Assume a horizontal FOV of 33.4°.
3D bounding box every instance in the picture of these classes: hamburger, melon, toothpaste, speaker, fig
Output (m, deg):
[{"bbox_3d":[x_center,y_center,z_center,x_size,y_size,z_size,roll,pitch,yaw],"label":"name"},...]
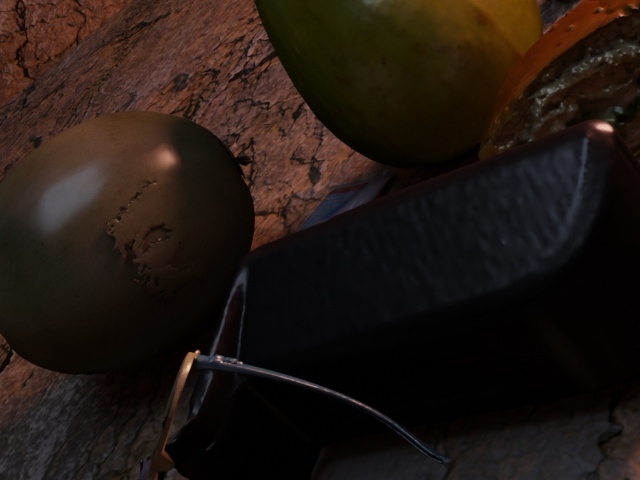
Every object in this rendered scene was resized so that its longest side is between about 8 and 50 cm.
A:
[{"bbox_3d":[0.259,-0.145,0.931,0.283,0.144,0.157,-31,29,21],"label":"hamburger"},{"bbox_3d":[-0.216,-0.002,1.172,0.330,0.269,0.268,-33,26,-13],"label":"melon"},{"bbox_3d":[0.000,0.000,1.139,0.089,0.057,0.234,-11,33,40],"label":"toothpaste"},{"bbox_3d":[0.078,0.082,0.804,0.388,0.180,0.184,-21,40,34],"label":"speaker"},{"bbox_3d":[0.071,-0.232,1.109,0.258,0.326,0.258,-47,-3,-3],"label":"fig"}]

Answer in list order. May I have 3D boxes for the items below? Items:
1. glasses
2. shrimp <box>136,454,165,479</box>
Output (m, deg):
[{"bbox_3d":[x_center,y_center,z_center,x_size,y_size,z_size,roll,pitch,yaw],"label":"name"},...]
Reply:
[{"bbox_3d":[-0.028,0.182,0.716,0.220,0.088,0.190,9,91,21],"label":"glasses"},{"bbox_3d":[-0.108,0.271,0.807,0.150,0.051,0.217,-9,69,24],"label":"shrimp"}]
